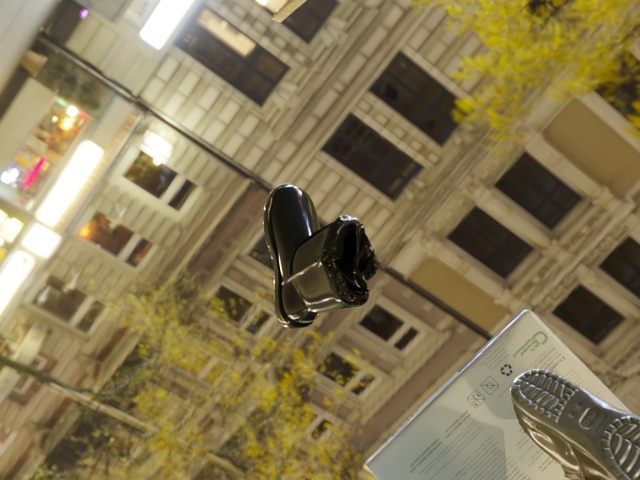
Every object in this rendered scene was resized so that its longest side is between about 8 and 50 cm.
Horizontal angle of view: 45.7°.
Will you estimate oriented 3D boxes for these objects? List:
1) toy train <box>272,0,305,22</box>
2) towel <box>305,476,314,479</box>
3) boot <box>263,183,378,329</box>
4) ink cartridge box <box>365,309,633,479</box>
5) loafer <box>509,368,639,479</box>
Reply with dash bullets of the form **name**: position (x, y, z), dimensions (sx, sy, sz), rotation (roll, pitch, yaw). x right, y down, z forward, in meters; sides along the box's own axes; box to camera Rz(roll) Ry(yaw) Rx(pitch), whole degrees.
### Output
- **toy train**: position (0.082, -0.182, 0.302), dimensions (0.248, 0.105, 0.143), rotation (-29, 161, -4)
- **towel**: position (0.141, 0.417, 0.880), dimensions (0.040, 0.369, 0.272), rotation (-74, 170, -69)
- **boot**: position (0.000, 0.000, 1.145), dimensions (0.207, 0.094, 0.247), rotation (-33, -124, 54)
- **ink cartridge box**: position (0.291, 0.326, 1.074), dimensions (0.324, 0.330, 0.071), rotation (-43, 172, -3)
- **loafer**: position (0.335, 0.247, 0.892), dimensions (0.094, 0.087, 0.251), rotation (-34, -131, -24)
